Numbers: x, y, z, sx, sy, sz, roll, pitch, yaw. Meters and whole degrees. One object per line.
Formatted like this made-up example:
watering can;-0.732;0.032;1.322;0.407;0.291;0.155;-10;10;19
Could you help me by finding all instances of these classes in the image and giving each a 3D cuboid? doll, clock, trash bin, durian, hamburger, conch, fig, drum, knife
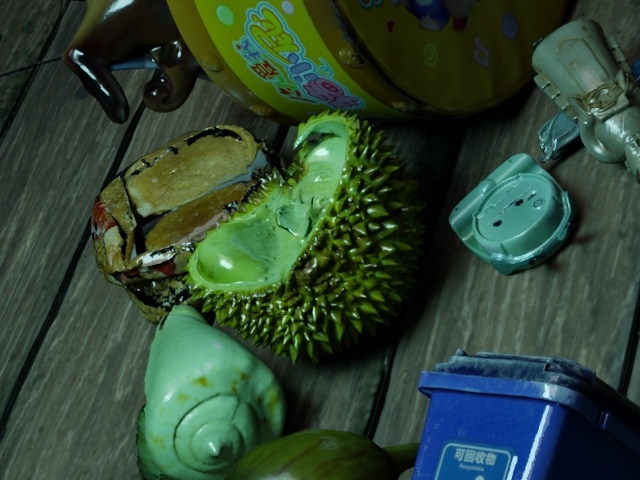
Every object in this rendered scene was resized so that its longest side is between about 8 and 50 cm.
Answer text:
doll;-0.110;-0.251;2.027;0.209;0.340;0.318;-12;71;55
clock;0.184;-0.018;1.727;0.101;0.041;0.135;-42;35;-3
trash bin;0.148;0.215;1.415;0.162;0.184;0.234;0;64;47
durian;-0.001;0.004;1.764;0.200;0.176;0.237;18;69;40
hamburger;-0.131;-0.023;1.978;0.231;0.107;0.231;-25;33;18
conch;-0.121;0.153;1.765;0.137;0.143;0.250;-20;13;-19
fig;0.038;0.196;1.488;0.259;0.151;0.151;-27;25;-33
drum;0.048;-0.315;1.859;0.214;0.431;0.431;-1;50;42
knife;0.321;-0.165;1.780;0.296;0.026;0.044;-34;38;4

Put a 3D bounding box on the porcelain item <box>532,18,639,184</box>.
porcelain item;0.263;-0.114;1.721;0.084;0.054;0.213;-33;46;8
